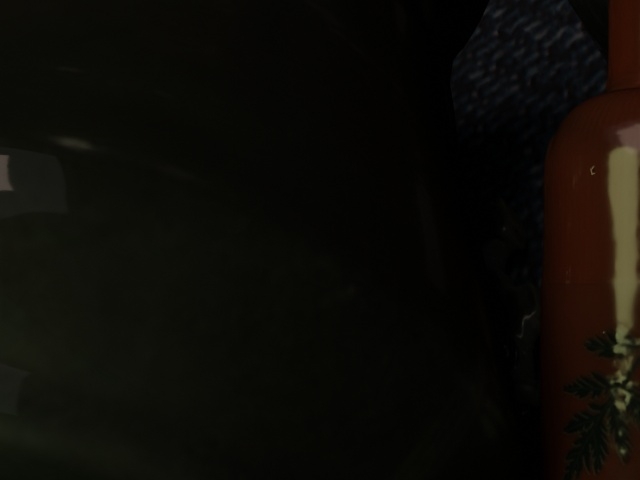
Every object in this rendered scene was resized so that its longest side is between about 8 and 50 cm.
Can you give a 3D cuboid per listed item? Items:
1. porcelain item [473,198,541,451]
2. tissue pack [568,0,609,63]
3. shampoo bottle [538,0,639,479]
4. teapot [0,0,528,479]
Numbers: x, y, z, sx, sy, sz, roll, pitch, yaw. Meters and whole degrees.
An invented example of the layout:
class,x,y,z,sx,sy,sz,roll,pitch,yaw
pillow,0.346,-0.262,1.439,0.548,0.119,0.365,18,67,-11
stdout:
class,x,y,z,sx,sy,sz,roll,pitch,yaw
porcelain item,0.063,0.045,0.639,0.075,0.021,0.136,-33,38,19
tissue pack,0.156,-0.071,0.595,0.051,0.112,0.156,-41,37,3
shampoo bottle,0.109,0.009,0.488,0.085,0.085,0.244,-4,87,39
teapot,-0.073,0.000,0.608,0.376,0.305,0.362,122,166,-51
